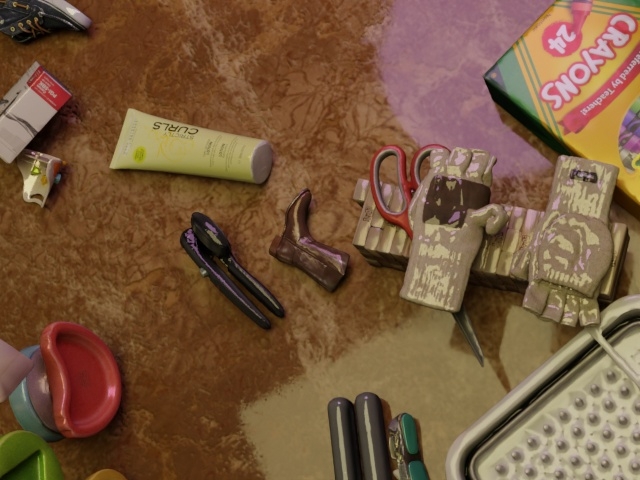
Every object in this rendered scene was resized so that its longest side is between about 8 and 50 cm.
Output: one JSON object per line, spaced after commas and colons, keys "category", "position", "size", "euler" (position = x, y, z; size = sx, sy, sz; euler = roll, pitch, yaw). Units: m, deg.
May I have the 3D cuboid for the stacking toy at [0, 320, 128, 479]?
{"category": "stacking toy", "position": [-0.365, 0.260, 1.476], "size": [0.130, 0.279, 0.309], "euler": [-18, 70, 24]}

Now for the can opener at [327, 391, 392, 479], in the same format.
{"category": "can opener", "position": [0.053, 0.319, 1.419], "size": [0.074, 0.093, 0.280], "euler": [-11, 66, 16]}

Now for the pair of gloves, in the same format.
{"category": "pair of gloves", "position": [0.218, -0.006, 1.379], "size": [0.240, 0.042, 0.204], "euler": [6, 73, 10]}

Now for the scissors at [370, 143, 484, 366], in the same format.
{"category": "scissors", "position": [0.126, 0.016, 1.424], "size": [0.109, 0.021, 0.297], "euler": [-11, 71, 12]}

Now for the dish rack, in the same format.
{"category": "dish rack", "position": [0.340, 0.258, 1.348], "size": [0.333, 0.072, 0.285], "euler": [-41, 67, 3]}

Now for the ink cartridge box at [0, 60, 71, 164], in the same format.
{"category": "ink cartridge box", "position": [-0.432, -0.187, 1.720], "size": [0.135, 0.056, 0.099], "euler": [-48, 26, -1]}

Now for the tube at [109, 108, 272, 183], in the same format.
{"category": "tube", "position": [-0.184, -0.125, 1.647], "size": [0.240, 0.062, 0.070], "euler": [12, 37, 26]}

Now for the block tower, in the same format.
{"category": "block tower", "position": [0.202, 0.005, 1.460], "size": [0.335, 0.091, 0.097], "euler": [12, 77, 22]}

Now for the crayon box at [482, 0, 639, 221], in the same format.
{"category": "crayon box", "position": [0.385, -0.168, 1.459], "size": [0.202, 0.081, 0.318], "euler": [-46, 66, 0]}

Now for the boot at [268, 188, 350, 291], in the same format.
{"category": "boot", "position": [0.000, 0.000, 1.556], "size": [0.114, 0.037, 0.106], "euler": [28, 97, 27]}

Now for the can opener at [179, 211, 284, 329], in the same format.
{"category": "can opener", "position": [-0.121, 0.046, 1.573], "size": [0.059, 0.073, 0.186], "euler": [-38, 75, -5]}

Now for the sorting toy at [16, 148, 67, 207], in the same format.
{"category": "sorting toy", "position": [-0.406, -0.087, 1.716], "size": [0.083, 0.045, 0.075], "euler": [20, 96, 42]}

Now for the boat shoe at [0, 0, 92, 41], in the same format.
{"category": "boat shoe", "position": [-0.427, -0.331, 1.788], "size": [0.183, 0.065, 0.083], "euler": [26, 85, 30]}

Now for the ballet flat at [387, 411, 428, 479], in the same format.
{"category": "ballet flat", "position": [0.105, 0.269, 1.445], "size": [0.041, 0.041, 0.114], "euler": [-16, 69, 13]}
